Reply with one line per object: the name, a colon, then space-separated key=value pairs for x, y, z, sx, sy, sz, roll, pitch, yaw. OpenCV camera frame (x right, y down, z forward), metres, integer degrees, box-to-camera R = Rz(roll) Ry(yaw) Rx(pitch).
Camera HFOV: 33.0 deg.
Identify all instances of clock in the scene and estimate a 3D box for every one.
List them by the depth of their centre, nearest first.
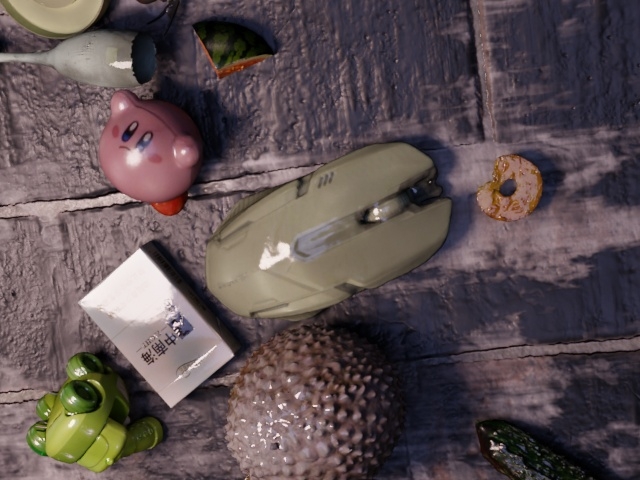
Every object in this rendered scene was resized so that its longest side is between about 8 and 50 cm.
clock: x=-0.436 y=-0.436 z=1.716 sx=0.235 sy=0.029 sz=0.235 roll=10 pitch=120 yaw=19

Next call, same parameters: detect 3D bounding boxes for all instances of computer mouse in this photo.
computer mouse: x=0.002 y=-0.001 z=1.730 sx=0.429 sy=0.145 sz=0.228 roll=-25 pitch=94 yaw=10

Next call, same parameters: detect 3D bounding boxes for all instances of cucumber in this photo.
cucumber: x=0.405 y=0.404 z=1.780 sx=0.359 sy=0.096 sz=0.096 roll=31 pitch=102 yaw=-1

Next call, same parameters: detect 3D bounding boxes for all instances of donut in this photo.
donut: x=0.303 y=-0.082 z=1.729 sx=0.097 sy=0.043 sz=0.108 roll=35 pitch=101 yaw=0

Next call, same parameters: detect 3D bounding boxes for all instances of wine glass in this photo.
wine glass: x=-0.442 y=-0.268 z=1.638 sx=0.309 sy=0.264 sz=0.096 roll=5 pitch=106 yaw=19

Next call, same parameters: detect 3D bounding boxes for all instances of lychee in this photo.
lychee: x=-0.013 y=0.266 z=1.717 sx=0.300 sy=0.300 sz=0.300 roll=1 pitch=100 yaw=7

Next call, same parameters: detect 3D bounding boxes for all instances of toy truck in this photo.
toy truck: x=-0.376 y=0.306 z=1.807 sx=0.210 sy=0.187 sz=0.148 roll=41 pitch=108 yaw=-2

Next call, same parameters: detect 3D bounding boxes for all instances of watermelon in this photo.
watermelon: x=-0.157 y=-0.305 z=1.740 sx=0.135 sy=0.125 sz=0.094 roll=40 pitch=137 yaw=27

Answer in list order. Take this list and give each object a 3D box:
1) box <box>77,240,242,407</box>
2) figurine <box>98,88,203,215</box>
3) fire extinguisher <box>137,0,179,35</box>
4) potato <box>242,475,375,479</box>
box: x=-0.270 y=0.142 z=1.826 sx=0.155 sy=0.067 sz=0.243 roll=-39 pitch=94 yaw=13
figurine: x=-0.268 y=-0.144 z=1.720 sx=0.173 sy=0.173 sz=0.173 roll=1 pitch=100 yaw=7
fire extinguisher: x=-0.325 y=-0.442 z=1.720 sx=0.268 sy=0.072 sz=0.089 roll=40 pitch=81 yaw=-1
potato: x=-0.037 y=0.524 z=1.780 sx=0.301 sy=0.237 sz=0.288 roll=28 pitch=102 yaw=1
